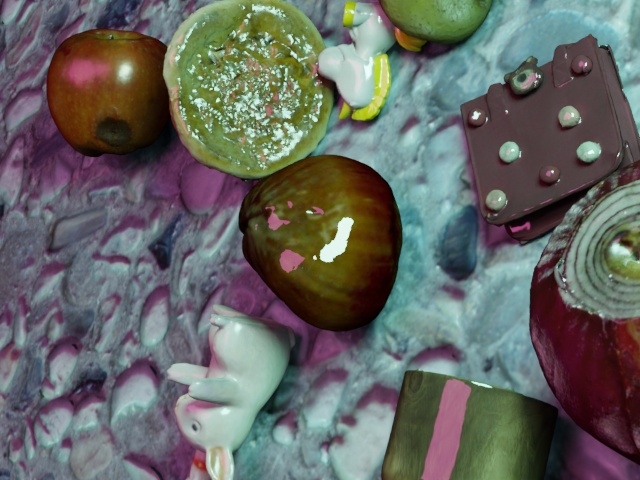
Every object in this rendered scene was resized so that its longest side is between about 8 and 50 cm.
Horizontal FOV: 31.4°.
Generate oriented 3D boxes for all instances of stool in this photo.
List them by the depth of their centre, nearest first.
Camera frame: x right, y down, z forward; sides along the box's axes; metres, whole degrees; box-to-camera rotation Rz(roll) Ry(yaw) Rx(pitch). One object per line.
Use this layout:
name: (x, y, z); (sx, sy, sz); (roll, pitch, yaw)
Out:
stool: (0.149, 0.290, 1.259); (0.179, 0.179, 0.264); (4, 75, 43)

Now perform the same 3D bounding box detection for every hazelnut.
hazelnut: (0.000, 0.000, 1.502); (0.217, 0.217, 0.252); (-36, 51, 26)

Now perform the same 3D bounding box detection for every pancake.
pancake: (-0.099, -0.229, 1.678); (0.049, 0.282, 0.283); (166, 121, -72)

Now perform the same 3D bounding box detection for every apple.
apple: (-0.349, -0.248, 1.930); (0.230, 0.230, 0.230); (-18, 61, 36)

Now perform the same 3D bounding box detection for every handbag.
handbag: (0.278, -0.129, 1.394); (0.203, 0.074, 0.216); (-27, 56, 31)

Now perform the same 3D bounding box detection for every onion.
onion: (0.332, 0.082, 1.104); (0.260, 0.282, 0.337); (-28, 55, 27)

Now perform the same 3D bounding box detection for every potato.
potato: (0.139, -0.361, 1.537); (0.157, 0.194, 0.157); (-28, 43, 29)

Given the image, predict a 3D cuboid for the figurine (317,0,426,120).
figurine: (0.060, -0.258, 1.643); (0.129, 0.109, 0.178); (35, 101, 23)

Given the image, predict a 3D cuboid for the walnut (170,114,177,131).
walnut: (-0.150, -0.224, 1.768); (0.165, 0.165, 0.197); (-1, 80, 42)

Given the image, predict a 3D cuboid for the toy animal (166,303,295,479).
toy animal: (-0.148, 0.225, 1.584); (0.282, 0.138, 0.140); (-62, 13, -3)
